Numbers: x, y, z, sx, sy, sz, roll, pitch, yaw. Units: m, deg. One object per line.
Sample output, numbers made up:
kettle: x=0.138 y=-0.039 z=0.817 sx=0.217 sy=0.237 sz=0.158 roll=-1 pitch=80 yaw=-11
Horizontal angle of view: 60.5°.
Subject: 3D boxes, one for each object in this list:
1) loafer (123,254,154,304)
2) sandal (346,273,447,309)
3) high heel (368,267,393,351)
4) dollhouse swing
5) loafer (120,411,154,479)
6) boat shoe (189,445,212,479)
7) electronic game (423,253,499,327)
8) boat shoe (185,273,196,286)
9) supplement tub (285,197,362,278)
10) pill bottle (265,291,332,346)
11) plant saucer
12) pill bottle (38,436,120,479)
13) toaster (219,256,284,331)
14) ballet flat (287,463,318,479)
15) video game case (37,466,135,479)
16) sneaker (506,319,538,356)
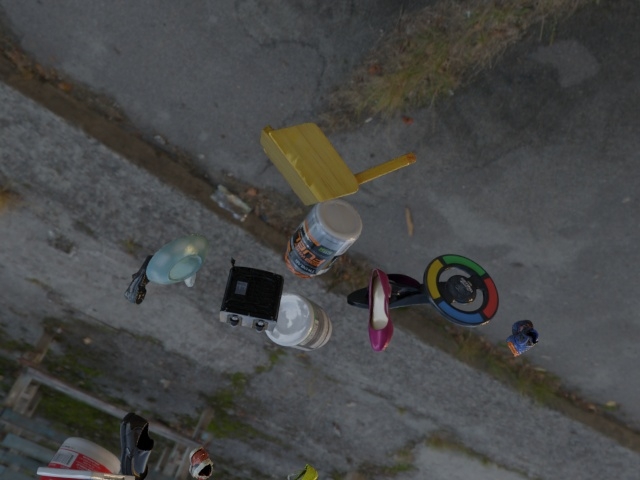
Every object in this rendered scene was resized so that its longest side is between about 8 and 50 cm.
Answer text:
loafer: x=-0.586 y=0.121 z=1.780 sx=0.061 sy=0.170 sz=0.062 roll=22 pitch=175 yaw=17
sandal: x=0.321 y=0.181 z=2.129 sx=0.445 sy=0.168 sz=0.107 roll=-6 pitch=108 yaw=4
high heel: x=0.175 y=0.210 z=1.673 sx=0.082 sy=0.244 sz=0.117 roll=-1 pitch=149 yaw=29
dollhouse swing: x=0.043 y=-0.260 z=1.578 sx=0.315 sy=0.304 sz=0.347 roll=53 pitch=176 yaw=-6
loafer: x=-0.510 y=0.591 z=1.541 sx=0.078 sy=0.080 sz=0.220 roll=6 pitch=110 yaw=17
boat shoe: x=-0.253 y=0.490 z=1.183 sx=0.043 sy=0.049 sz=0.137 roll=42 pitch=146 yaw=27
electronic game: x=0.395 y=0.137 z=1.541 sx=0.229 sy=0.229 sz=0.048 roll=23 pitch=141 yaw=-3
boat shoe: x=-0.460 y=0.104 z=1.967 sx=0.046 sy=0.125 sz=0.038 roll=-8 pitch=168 yaw=13
supplement tub: x=0.000 y=0.000 z=2.014 sx=0.193 sy=0.194 sz=0.316 roll=28 pitch=138 yaw=-11
pill bottle: x=-0.078 y=0.335 z=2.202 sx=0.204 sy=0.204 sz=0.361 roll=10 pitch=167 yaw=17
plant saucer: x=-0.384 y=0.065 z=1.520 sx=0.037 sy=0.194 sz=0.195 roll=50 pitch=158 yaw=25
pill bottle: x=-0.886 y=0.909 z=1.875 sx=0.228 sy=0.408 sz=0.229 roll=14 pitch=139 yaw=13
toaster: x=-0.202 y=0.167 z=1.615 sx=0.167 sy=0.186 sz=0.110 roll=12 pitch=145 yaw=-7
ballet flat: x=-0.115 y=0.924 z=2.053 sx=0.077 sy=0.230 sz=0.077 roll=59 pitch=161 yaw=-5
video game case: x=-0.527 y=0.531 z=1.242 sx=0.157 sy=0.019 sz=0.143 roll=-6 pitch=153 yaw=21
sneaker: x=0.701 y=0.327 z=1.864 sx=0.087 sy=0.221 sz=0.083 roll=-26 pitch=93 yaw=32
